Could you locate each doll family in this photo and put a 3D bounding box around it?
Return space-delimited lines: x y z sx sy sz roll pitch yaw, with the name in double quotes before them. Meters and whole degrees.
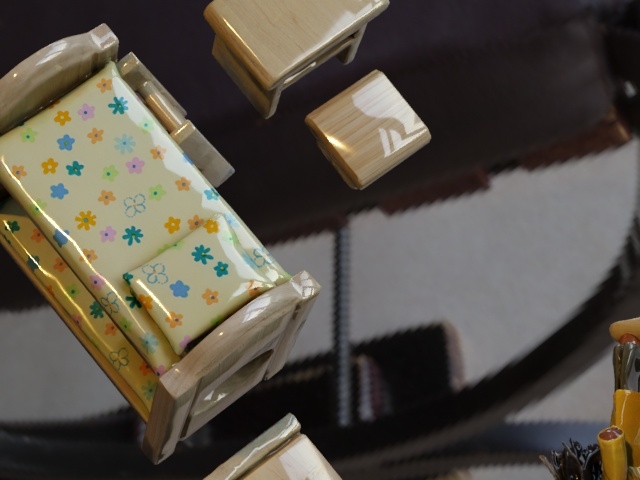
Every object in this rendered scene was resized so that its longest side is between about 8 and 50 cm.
"doll family" 0.135 0.103 0.729 0.076 0.193 0.111 -5 53 23

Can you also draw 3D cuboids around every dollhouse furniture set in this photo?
"dollhouse furniture set" 0.000 0.000 0.616 0.161 0.101 0.182 -37 80 -19
